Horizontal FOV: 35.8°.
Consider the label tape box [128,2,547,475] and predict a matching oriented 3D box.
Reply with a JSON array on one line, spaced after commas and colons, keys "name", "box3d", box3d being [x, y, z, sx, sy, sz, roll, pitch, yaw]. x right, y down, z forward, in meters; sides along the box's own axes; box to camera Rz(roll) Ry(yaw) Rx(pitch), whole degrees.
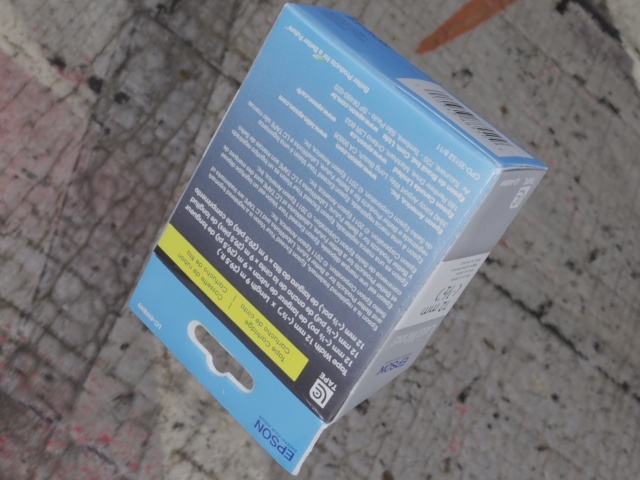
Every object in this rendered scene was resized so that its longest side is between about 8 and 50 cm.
[{"name": "label tape box", "box3d": [0.000, 0.000, 0.907, 0.249, 0.347, 0.115, 42, 27, 23]}]
